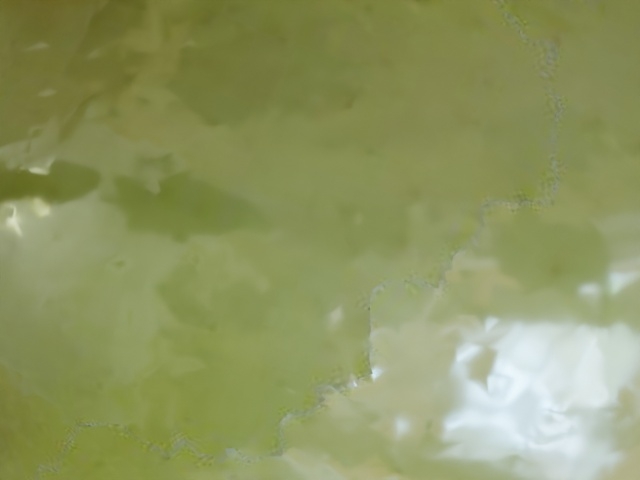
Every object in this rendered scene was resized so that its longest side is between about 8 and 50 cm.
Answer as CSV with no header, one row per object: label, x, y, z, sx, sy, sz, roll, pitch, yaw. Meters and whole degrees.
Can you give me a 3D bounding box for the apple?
apple,0.000,0.000,0.473,0.279,0.279,0.279,8,104,35
